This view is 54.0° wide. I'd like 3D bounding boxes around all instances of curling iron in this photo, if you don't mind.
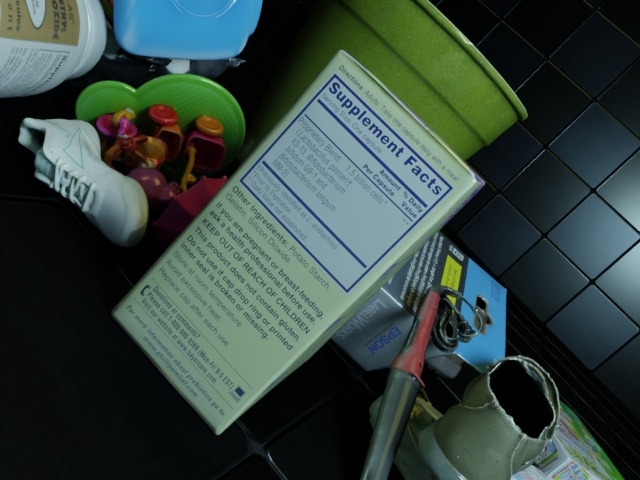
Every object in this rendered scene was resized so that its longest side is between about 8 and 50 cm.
[{"bbox_3d":[0.090,0.128,0.572,0.068,0.035,0.274,36,40,4],"label":"curling iron"}]

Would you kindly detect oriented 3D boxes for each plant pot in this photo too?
[{"bbox_3d":[0.061,-0.193,0.995,0.366,0.353,0.366,41,15,-13],"label":"plant pot"}]

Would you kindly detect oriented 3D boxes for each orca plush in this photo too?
[{"bbox_3d":[-0.223,-0.194,0.765,0.151,0.102,0.287,22,19,17],"label":"orca plush"}]

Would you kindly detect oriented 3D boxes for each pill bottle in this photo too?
[{"bbox_3d":[-0.266,-0.181,0.506,0.131,0.131,0.229,43,14,-6],"label":"pill bottle"}]

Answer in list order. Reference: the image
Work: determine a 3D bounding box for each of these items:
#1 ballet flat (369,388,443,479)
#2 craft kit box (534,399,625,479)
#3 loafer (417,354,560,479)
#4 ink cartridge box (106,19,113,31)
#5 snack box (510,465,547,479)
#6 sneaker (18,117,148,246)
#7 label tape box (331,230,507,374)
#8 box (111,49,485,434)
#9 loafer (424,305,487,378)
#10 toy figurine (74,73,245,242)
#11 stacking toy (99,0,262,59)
[{"bbox_3d":[0.108,0.210,0.551,0.072,0.068,0.213,32,19,-39],"label":"ballet flat"},{"bbox_3d":[0.401,0.334,1.048,0.250,0.061,0.246,37,18,-26],"label":"craft kit box"},{"bbox_3d":[0.176,0.153,0.559,0.094,0.087,0.251,49,26,16],"label":"loafer"},{"bbox_3d":[-0.350,-0.315,0.800,0.104,0.061,0.181,24,24,-54],"label":"ink cartridge box"},{"bbox_3d":[0.237,0.288,0.781,0.178,0.022,0.064,36,17,-30],"label":"snack box"},{"bbox_3d":[-0.193,-0.047,0.504,0.152,0.053,0.061,44,22,27],"label":"sneaker"},{"bbox_3d":[0.073,0.034,0.779,0.334,0.106,0.240,43,29,-4],"label":"label tape box"},{"bbox_3d":[0.000,0.000,0.498,0.117,0.243,0.213,47,15,8],"label":"box"},{"bbox_3d":[0.179,0.071,1.022,0.134,0.130,0.366,37,16,-27],"label":"loafer"},{"bbox_3d":[-0.149,-0.070,0.598,0.173,0.130,0.159,12,37,-24],"label":"toy figurine"},{"bbox_3d":[-0.216,-0.309,0.713,0.166,0.175,0.302,-14,27,-42],"label":"stacking toy"}]
